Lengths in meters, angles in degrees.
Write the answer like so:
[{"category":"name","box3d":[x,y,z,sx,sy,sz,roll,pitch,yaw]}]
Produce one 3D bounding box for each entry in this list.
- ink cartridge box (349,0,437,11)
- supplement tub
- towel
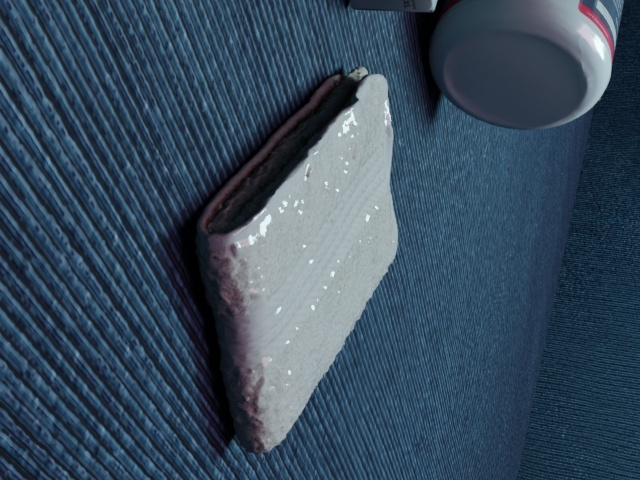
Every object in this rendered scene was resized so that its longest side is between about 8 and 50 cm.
[{"category":"ink cartridge box","box3d":[0.065,-0.285,0.668,0.127,0.072,0.175,65,38,-55]},{"category":"supplement tub","box3d":[0.239,-0.278,0.951,0.191,0.191,0.272,65,39,-54]},{"category":"towel","box3d":[0.000,0.000,0.633,0.282,0.049,0.187,-55,145,-50]}]
